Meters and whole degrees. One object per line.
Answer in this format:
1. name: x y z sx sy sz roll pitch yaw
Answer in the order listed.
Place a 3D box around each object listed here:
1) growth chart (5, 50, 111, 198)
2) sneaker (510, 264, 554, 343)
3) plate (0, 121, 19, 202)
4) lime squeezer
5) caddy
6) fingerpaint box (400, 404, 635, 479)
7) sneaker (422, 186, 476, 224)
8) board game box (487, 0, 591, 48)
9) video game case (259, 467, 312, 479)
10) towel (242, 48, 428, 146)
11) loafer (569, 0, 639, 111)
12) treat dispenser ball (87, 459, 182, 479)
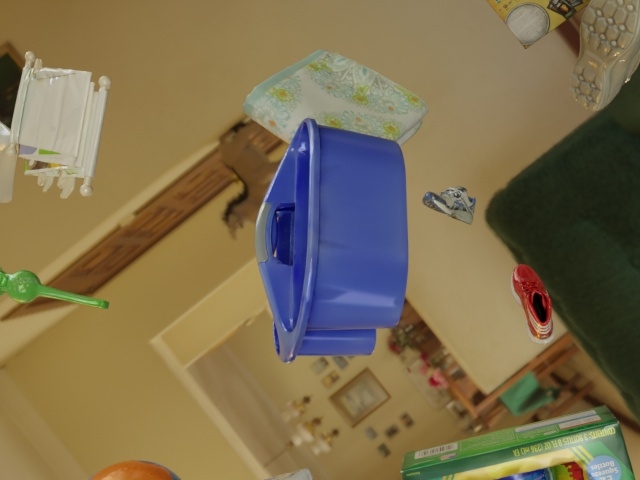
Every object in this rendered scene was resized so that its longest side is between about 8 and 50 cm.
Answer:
1. growth chart: -0.347 -0.150 1.088 0.237 0.172 0.021 21 -173 42
2. sneaker: 0.516 0.125 2.002 0.128 0.087 0.221 78 179 -53
3. plate: -0.589 -0.177 1.276 0.277 0.045 0.278 38 152 -7
4. lime squeezer: -0.526 0.077 1.456 0.310 0.058 0.110 5 180 23
5. caddy: 0.000 0.000 1.130 0.241 0.179 0.341 115 158 -60
6. fingerpaint box: 0.426 0.580 1.708 0.163 0.445 0.371 -7 -98 -81
7. sneaker: 0.232 -0.073 1.499 0.052 0.058 0.135 24 -176 43
8. board game box: 0.420 -0.481 1.497 0.165 0.243 0.042 45 -148 -20
9. video game case: -0.104 0.316 0.981 0.157 0.143 0.019 -31 83 49
10. towel: 0.046 -0.303 1.944 0.320 0.374 0.090 32 133 14
11. loafer: 0.524 -0.360 1.484 0.112 0.111 0.319 44 163 20
12. treat dispenser ball: -0.415 0.632 1.847 0.288 0.288 0.288 52 180 0
